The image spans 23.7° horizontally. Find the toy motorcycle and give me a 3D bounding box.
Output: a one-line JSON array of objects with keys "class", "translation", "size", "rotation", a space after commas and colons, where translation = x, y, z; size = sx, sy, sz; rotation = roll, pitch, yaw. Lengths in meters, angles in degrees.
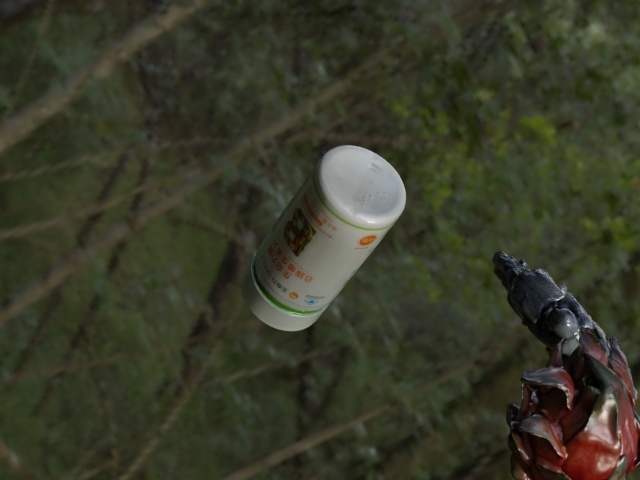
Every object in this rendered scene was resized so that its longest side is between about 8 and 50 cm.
[{"class": "toy motorcycle", "translation": [0.238, 0.087, 1.492], "size": [0.193, 0.061, 0.124], "rotation": [49, 1, -4]}]

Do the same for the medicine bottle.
[{"class": "medicine bottle", "translation": [0.000, 0.000, 1.369], "size": [0.183, 0.086, 0.086], "rotation": [-54, -127, 46]}]

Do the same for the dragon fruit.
[{"class": "dragon fruit", "translation": [0.217, 0.157, 1.303], "size": [0.142, 0.121, 0.130], "rotation": [88, -5, -46]}]
